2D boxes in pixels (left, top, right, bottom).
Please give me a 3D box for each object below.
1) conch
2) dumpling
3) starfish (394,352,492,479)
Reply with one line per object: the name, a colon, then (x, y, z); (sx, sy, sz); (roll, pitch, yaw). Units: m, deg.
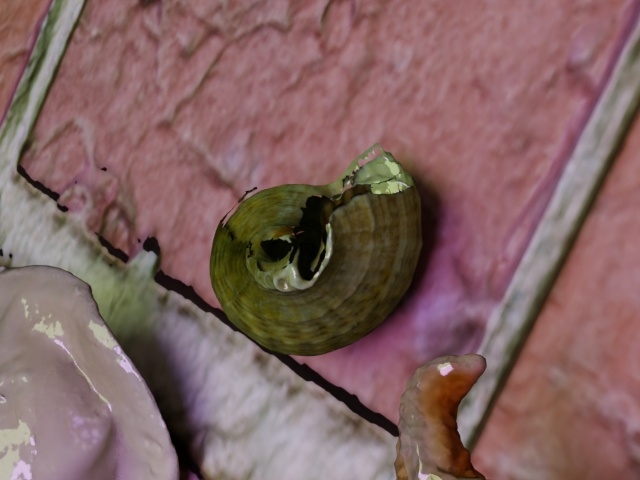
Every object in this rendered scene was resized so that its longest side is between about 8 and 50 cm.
conch: (0.000, 0.000, 0.611); (0.089, 0.074, 0.121); (-56, -2, -4)
dumpling: (-0.139, 0.084, 0.734); (0.176, 0.092, 0.150); (10, 86, 52)
starfish: (0.112, 0.166, 0.379); (0.375, 0.094, 0.327); (51, 126, 41)
